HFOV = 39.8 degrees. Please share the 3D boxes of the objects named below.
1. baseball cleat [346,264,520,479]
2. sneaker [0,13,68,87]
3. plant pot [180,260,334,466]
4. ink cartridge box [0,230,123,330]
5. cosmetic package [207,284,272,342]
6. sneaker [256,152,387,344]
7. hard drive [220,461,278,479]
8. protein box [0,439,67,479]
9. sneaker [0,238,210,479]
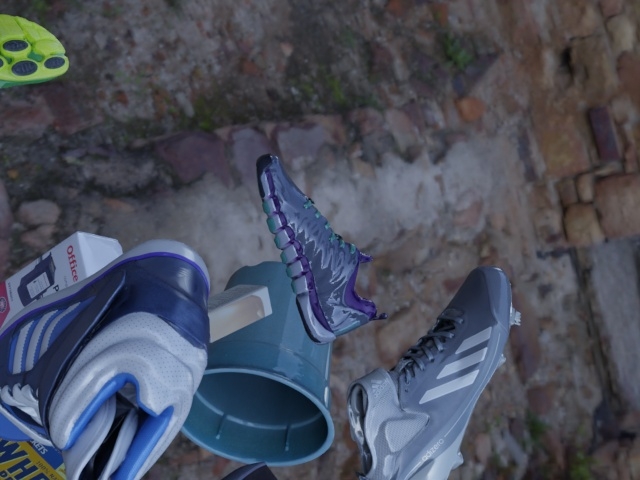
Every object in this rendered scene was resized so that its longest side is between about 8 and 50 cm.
[{"bbox_3d":[0.087,0.104,0.713,0.110,0.072,0.205,24,76,-20],"label":"baseball cleat"},{"bbox_3d":[-0.529,-0.260,1.322,0.123,0.296,0.109,125,-46,-76],"label":"sneaker"},{"bbox_3d":[-0.116,0.245,1.881,0.341,0.341,0.334,51,34,-34],"label":"plant pot"},{"bbox_3d":[-0.432,0.116,1.478,0.100,0.237,0.171,19,45,-56],"label":"ink cartridge box"},{"bbox_3d":[-0.126,0.096,1.179,0.115,0.060,0.041,-23,108,-44],"label":"cosmetic package"},{"bbox_3d":[0.000,0.000,0.995,0.083,0.098,0.223,-106,177,-85],"label":"sneaker"},{"bbox_3d":[-0.091,0.402,1.203,0.172,0.054,0.255,51,16,5],"label":"hard drive"},{"bbox_3d":[-0.380,0.290,1.281,0.136,0.201,0.200,46,24,-4],"label":"protein box"},{"bbox_3d":[-0.232,0.151,0.802,0.130,0.323,0.236,44,23,-24],"label":"sneaker"}]
